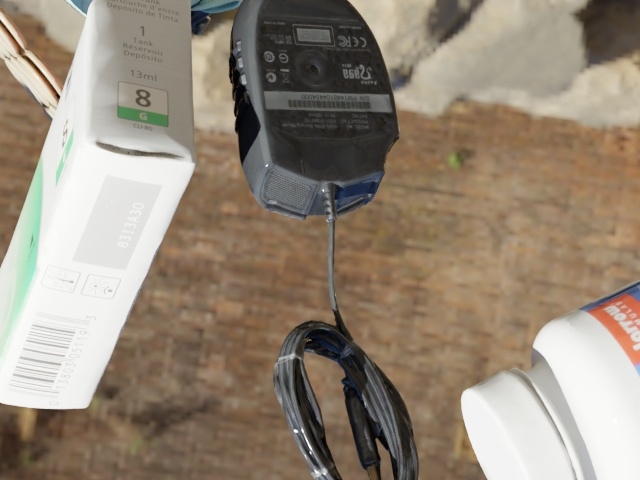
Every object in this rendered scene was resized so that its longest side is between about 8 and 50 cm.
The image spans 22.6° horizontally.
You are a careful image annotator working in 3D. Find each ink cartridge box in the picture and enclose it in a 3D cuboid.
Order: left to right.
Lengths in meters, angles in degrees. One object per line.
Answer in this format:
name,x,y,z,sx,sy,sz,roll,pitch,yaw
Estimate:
ink cartridge box,-0.109,-0.060,0.763,0.056,0.224,0.181,10,137,-19

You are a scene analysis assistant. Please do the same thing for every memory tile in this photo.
memory tile,-0.180,-0.111,0.954,0.148,0.012,0.113,53,170,-13

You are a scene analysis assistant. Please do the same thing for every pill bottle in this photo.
pill bottle,0.200,0.083,0.933,0.221,0.124,0.124,-24,-171,-12

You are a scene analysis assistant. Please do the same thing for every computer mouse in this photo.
computer mouse,0.000,0.000,0.679,0.071,0.242,0.041,2,161,-26

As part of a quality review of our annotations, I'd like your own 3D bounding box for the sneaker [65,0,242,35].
sneaker,-0.073,-0.233,1.023,0.151,0.256,0.094,46,-156,8
